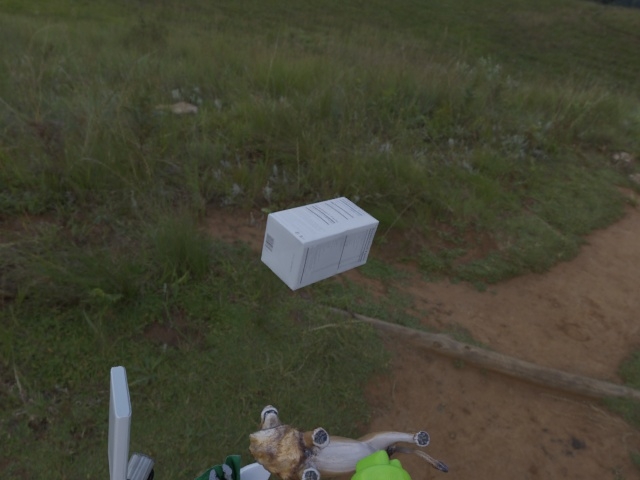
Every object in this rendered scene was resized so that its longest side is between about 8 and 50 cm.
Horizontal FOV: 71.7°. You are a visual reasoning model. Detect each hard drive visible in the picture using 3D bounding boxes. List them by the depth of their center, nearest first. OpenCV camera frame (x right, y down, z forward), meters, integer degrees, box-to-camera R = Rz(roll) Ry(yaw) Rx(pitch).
[{"bbox_3d":[-0.577,0.547,1.264,0.040,0.307,0.203,1,24,-29],"label":"hard drive"}]

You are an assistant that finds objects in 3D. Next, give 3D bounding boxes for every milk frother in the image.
[{"bbox_3d":[-0.627,0.770,1.434,0.143,0.129,0.134,14,48,5],"label":"milk frother"}]

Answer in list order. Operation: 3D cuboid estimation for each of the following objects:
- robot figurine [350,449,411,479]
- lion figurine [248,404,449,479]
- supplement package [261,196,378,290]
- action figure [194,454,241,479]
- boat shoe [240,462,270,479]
[{"bbox_3d":[0.064,0.273,0.438,0.101,0.067,0.115,44,22,-27],"label":"robot figurine"},{"bbox_3d":[0.045,0.458,0.953,0.393,0.240,0.142,15,65,-9],"label":"lion figurine"},{"bbox_3d":[0.000,0.000,1.077,0.244,0.138,0.134,-16,43,-39],"label":"supplement package"},{"bbox_3d":[-0.279,0.737,1.311,0.137,0.232,0.063,-17,40,-17],"label":"action figure"},{"bbox_3d":[-0.339,0.917,1.669,0.302,0.108,0.102,-25,16,-19],"label":"boat shoe"}]
